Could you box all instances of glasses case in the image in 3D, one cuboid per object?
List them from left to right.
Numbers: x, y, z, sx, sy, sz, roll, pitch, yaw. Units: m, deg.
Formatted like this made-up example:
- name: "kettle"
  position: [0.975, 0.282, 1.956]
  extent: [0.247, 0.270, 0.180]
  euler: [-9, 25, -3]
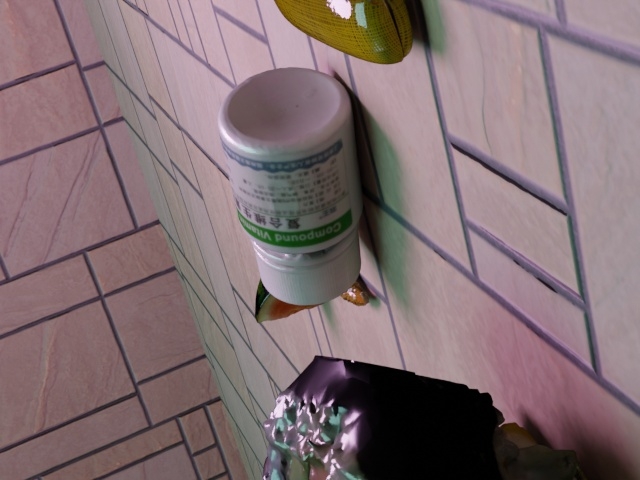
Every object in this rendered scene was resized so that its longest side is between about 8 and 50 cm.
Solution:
- name: "glasses case"
  position: [0.012, -0.205, 0.998]
  extent: [0.234, 0.064, 0.079]
  euler: [41, 158, 61]

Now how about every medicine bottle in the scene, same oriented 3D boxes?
- name: "medicine bottle"
  position: [-0.024, -0.051, 1.230]
  extent: [0.237, 0.139, 0.139]
  euler: [82, 161, -45]

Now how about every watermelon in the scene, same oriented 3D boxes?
- name: "watermelon"
  position: [-0.028, 0.059, 1.606]
  extent: [0.094, 0.125, 0.135]
  euler: [41, 152, -13]

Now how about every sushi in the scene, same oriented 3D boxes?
- name: "sushi"
  position: [0.107, 0.256, 0.965]
  extent: [0.328, 0.285, 0.328]
  euler: [165, 104, -72]

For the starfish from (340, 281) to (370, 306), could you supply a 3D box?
- name: "starfish"
  position: [-0.001, 0.000, 1.439]
  extent: [0.240, 0.043, 0.227]
  euler: [51, 160, 44]
